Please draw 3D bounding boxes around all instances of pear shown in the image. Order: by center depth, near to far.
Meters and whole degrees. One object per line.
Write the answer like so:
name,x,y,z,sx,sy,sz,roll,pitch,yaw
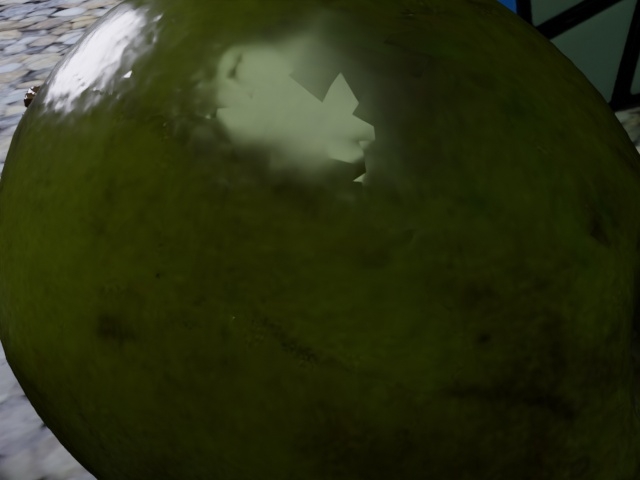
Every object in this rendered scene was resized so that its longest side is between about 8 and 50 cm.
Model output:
pear,0.000,0.000,0.536,0.413,0.352,0.352,20,43,27

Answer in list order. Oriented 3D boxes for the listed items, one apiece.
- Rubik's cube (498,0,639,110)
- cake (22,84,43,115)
Rubik's cube,0.284,-0.319,0.980,0.293,0.289,0.283,-14,31,-9
cake,-0.212,-0.071,0.891,0.134,0.135,0.147,-10,37,1
